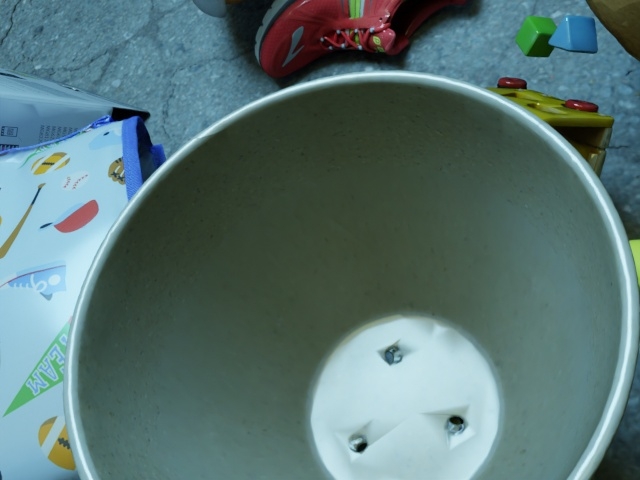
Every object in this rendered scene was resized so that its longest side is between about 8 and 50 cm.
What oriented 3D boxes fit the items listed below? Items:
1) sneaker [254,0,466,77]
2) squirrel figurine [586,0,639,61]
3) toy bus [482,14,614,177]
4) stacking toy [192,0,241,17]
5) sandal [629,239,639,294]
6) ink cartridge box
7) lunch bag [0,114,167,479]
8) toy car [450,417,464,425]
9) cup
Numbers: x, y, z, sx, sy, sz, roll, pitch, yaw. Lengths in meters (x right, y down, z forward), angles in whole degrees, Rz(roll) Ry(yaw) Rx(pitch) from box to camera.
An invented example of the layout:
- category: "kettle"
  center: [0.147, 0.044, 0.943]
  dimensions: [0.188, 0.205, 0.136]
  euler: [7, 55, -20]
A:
- category: "sneaker"
  center: [0.047, -0.263, 0.830]
  dimensions: [0.279, 0.107, 0.118]
  euler: [-27, 70, 16]
- category: "squirrel figurine"
  center: [0.403, -0.257, 0.529]
  dimensions: [0.370, 0.281, 0.397]
  euler: [-41, 64, -13]
- category: "toy bus"
  center: [0.158, -0.089, 0.626]
  dimensions: [0.104, 0.202, 0.191]
  euler: [-2, 67, -21]
- category: "stacking toy"
  center: [0.049, -0.468, 0.823]
  dimensions: [0.480, 0.350, 0.350]
  euler: [-9, 58, -4]
- category: "sandal"
  center: [0.340, 0.106, 0.482]
  dimensions: [0.138, 0.126, 0.317]
  euler: [-25, 58, 7]
- category: "ink cartridge box"
  center: [-0.439, -0.160, 0.957]
  dimensions: [0.309, 0.272, 0.130]
  euler: [22, 106, 33]
- category: "lunch bag"
  center: [-0.279, 0.078, 0.691]
  dimensions: [0.328, 0.239, 0.385]
  euler: [-20, 64, -3]
- category: "toy car"
  center: [0.068, 0.124, 0.640]
  dimensions: [0.225, 0.053, 0.239]
  euler: [0, 64, 26]
- category: "cup"
  center: [0.036, 0.086, 0.489]
  dimensions: [0.331, 0.237, 0.331]
  euler: [-9, 59, 16]
